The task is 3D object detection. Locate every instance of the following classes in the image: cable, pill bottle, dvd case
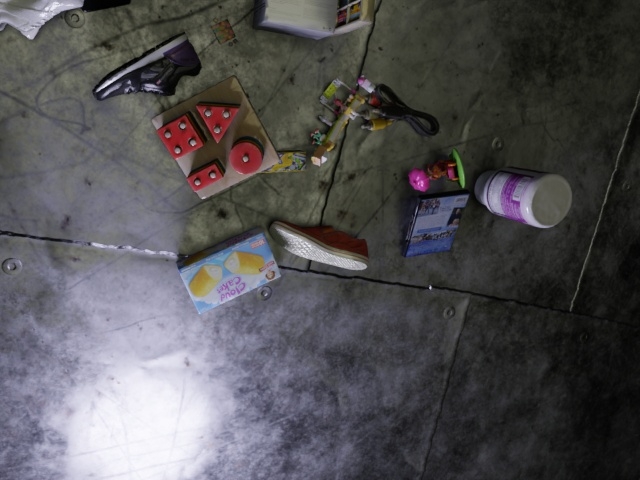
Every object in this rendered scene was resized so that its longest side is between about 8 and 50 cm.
[{"bbox_3d":[0.244,-0.398,1.672,0.288,0.072,0.139,3,86,-33],"label":"cable"},{"bbox_3d":[0.635,-0.148,1.726,0.170,0.301,0.169,-5,105,-18],"label":"pill bottle"},{"bbox_3d":[0.371,-0.053,1.748,0.181,0.022,0.252,-8,134,-17],"label":"dvd case"}]

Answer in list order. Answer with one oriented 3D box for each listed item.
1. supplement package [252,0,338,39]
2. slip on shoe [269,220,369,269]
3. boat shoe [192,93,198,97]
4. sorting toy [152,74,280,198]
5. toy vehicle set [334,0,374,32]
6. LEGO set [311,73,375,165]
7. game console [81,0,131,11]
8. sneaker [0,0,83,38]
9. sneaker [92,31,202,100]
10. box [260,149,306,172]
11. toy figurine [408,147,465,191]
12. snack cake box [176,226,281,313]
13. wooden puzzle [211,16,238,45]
[{"bbox_3d":[-0.064,-0.659,1.424,0.194,0.149,0.202,3,103,-21],"label":"supplement package"},{"bbox_3d":[0.000,0.000,1.651,0.332,0.123,0.101,17,65,-18],"label":"slip on shoe"},{"bbox_3d":[-0.317,-0.341,1.476,0.046,0.038,0.125,-43,126,-35],"label":"boat shoe"},{"bbox_3d":[-0.279,-0.262,1.435,0.256,0.089,0.257,-25,113,9],"label":"sorting toy"},{"bbox_3d":[0.074,-0.642,1.415,0.035,0.267,0.165,0,102,-20],"label":"toy vehicle set"},{"bbox_3d":[0.033,-0.362,1.557,0.107,0.132,0.287,35,97,-15],"label":"LEGO set"},{"bbox_3d":[-0.548,-0.641,1.329,0.122,0.071,0.107,-19,79,-15],"label":"game console"},{"bbox_3d":[-0.676,-0.541,1.275,0.232,0.090,0.115,-7,114,-7],"label":"sneaker"},{"bbox_3d":[-0.437,-0.413,1.381,0.283,0.107,0.124,-33,118,-9],"label":"sneaker"},{"bbox_3d":[-0.129,-0.230,1.563,0.169,0.054,0.059,-5,106,-19],"label":"box"},{"bbox_3d":[0.358,-0.216,1.711,0.159,0.173,0.130,-13,109,4],"label":"toy figurine"},{"bbox_3d":[-0.267,0.084,1.575,0.265,0.089,0.152,-25,110,-12],"label":"snack cake box"},{"bbox_3d":[-0.262,-0.565,1.455,0.049,0.006,0.083,-30,112,-11],"label":"wooden puzzle"}]
